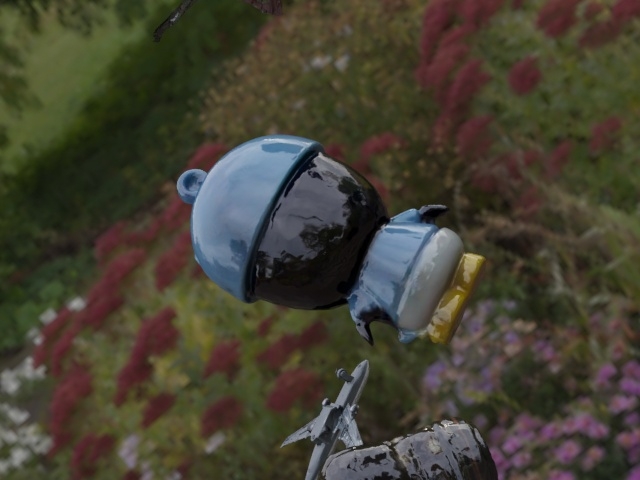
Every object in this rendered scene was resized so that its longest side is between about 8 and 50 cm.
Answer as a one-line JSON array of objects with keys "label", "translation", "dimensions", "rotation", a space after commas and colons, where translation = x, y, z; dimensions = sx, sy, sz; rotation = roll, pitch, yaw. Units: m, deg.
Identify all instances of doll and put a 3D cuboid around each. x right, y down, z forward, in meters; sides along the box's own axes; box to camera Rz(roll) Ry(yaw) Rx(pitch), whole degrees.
[{"label": "doll", "translation": [0.000, 0.000, 1.505], "dimensions": [0.177, 0.314, 0.141], "rotation": [-60, -15, -23]}]

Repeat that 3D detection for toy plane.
[{"label": "toy plane", "translation": [0.017, 0.271, 2.195], "dimensions": [0.226, 0.058, 0.226], "rotation": [3, 73, 59]}]

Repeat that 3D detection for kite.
[{"label": "kite", "translation": [-0.087, -0.198, 1.206], "dimensions": [0.157, 0.139, 0.011], "rotation": [-36, 45, 40]}]

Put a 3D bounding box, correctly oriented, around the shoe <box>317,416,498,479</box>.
[{"label": "shoe", "translation": [0.119, 0.416, 1.880], "dimensions": [0.237, 0.384, 0.171], "rotation": [-15, 15, -5]}]
